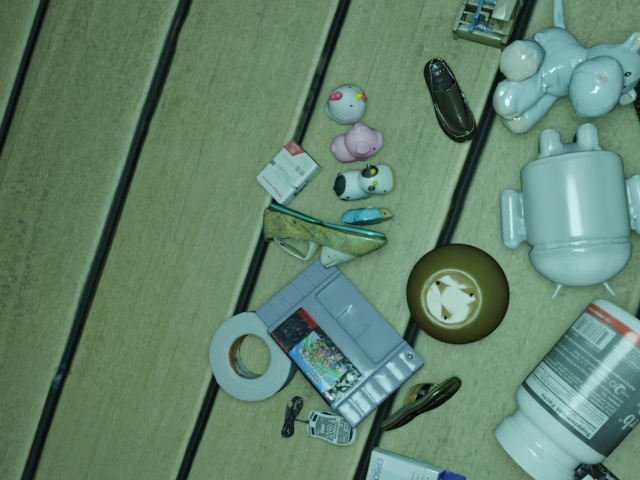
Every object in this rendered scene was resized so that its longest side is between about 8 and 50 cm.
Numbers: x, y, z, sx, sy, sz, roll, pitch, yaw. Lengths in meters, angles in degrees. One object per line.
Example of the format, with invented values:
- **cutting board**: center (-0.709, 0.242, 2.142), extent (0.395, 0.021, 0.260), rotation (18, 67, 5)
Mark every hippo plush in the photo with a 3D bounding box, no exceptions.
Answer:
- **hippo plush**: center (0.522, -0.323, 1.195), extent (0.236, 0.234, 0.294), rotation (26, 55, 31)

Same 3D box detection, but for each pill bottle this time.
- **pill bottle**: center (0.537, 0.315, 1.181), extent (0.210, 0.210, 0.363), rotation (39, 98, 14)

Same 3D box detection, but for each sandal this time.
- **sandal**: center (0.225, 0.370, 1.343), extent (0.219, 0.090, 0.060), rotation (-38, 56, 18)

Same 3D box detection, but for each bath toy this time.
- **bath toy**: center (0.086, -0.212, 1.376), extent (0.151, 0.129, 0.348), rotation (-12, 84, 15)

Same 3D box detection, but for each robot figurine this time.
- **robot figurine**: center (0.530, -0.057, 1.204), extent (0.299, 0.200, 0.354), rotation (-5, 86, 22)

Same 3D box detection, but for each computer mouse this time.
- **computer mouse**: center (0.001, 0.451, 1.414), extent (0.193, 0.042, 0.106), rotation (9, 85, 22)

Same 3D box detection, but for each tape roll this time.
- **tape roll**: center (-0.165, 0.287, 1.451), extent (0.219, 0.072, 0.219), rotation (-1, 87, 15)

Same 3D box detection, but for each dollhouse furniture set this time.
- **dollhouse furniture set**: center (0.373, -0.524, 1.280), extent (0.129, 0.183, 0.129), rotation (21, 93, 16)

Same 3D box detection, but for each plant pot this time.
- **plant pot**: center (0.287, 0.117, 1.239), extent (0.237, 0.254, 0.237), rotation (-1, 86, 16)

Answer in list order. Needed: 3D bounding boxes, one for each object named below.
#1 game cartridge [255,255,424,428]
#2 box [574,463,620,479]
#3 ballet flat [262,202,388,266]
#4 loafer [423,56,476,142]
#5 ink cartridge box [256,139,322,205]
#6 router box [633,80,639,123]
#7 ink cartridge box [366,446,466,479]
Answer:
- **game cartridge**: center (0.038, 0.229, 1.350), extent (0.230, 0.068, 0.355), rotation (-39, 71, -15)
- **box**: center (0.560, 0.655, 1.227), extent (0.257, 0.079, 0.322), rotation (41, 98, 15)
- **ballet flat**: center (0.000, 0.000, 1.372), extent (0.348, 0.123, 0.123), rotation (17, 92, 33)
- **loafer**: center (0.294, -0.329, 1.348), extent (0.080, 0.078, 0.220), rotation (-27, 80, 13)
- **ink cartridge box**: center (-0.078, -0.169, 1.456), extent (0.135, 0.056, 0.099), rotation (-45, 76, 9)
- **router box**: center (0.815, -0.295, 1.169), extent (0.308, 0.081, 0.243), rotation (-19, 97, 13)
- **ink cartridge box**: center (0.205, 0.623, 1.343), extent (0.224, 0.045, 0.223), rotation (12, 90, 16)
